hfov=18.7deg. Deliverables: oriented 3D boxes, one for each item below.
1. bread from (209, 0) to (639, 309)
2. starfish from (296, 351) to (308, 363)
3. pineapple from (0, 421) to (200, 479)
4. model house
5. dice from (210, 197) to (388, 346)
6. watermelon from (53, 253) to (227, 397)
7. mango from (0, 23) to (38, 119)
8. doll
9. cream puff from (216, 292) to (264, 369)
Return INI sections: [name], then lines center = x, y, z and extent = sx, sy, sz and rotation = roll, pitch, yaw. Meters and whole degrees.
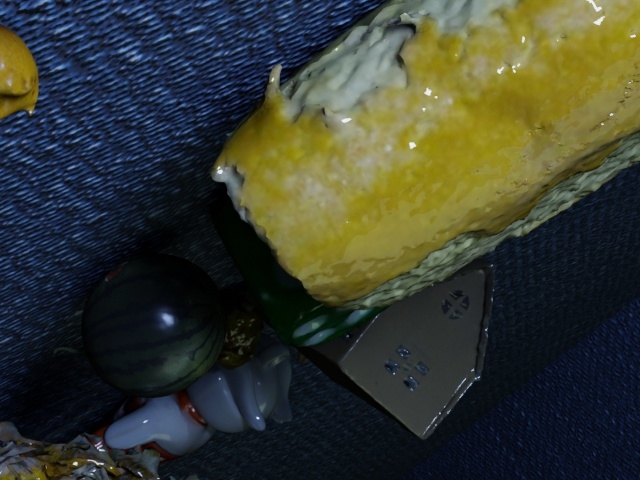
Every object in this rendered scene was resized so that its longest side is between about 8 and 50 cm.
[bread]
center = 0.126, -0.103, 1.227
extent = 0.375, 0.165, 0.236
rotation = -32, 165, 13
[starfish]
center = 0.034, 0.027, 1.780
extent = 0.238, 0.057, 0.213
rotation = -44, 153, 26
[pineapple]
center = -0.228, 0.309, 1.609
extent = 0.352, 0.352, 0.300
rotation = -28, 166, -14
[model house]
center = 0.071, -0.001, 1.593
extent = 0.248, 0.176, 0.181
rotation = -51, -150, -7
[dice]
center = 0.000, 0.000, 1.437
extent = 0.128, 0.120, 0.131
rotation = -30, 166, -3
[watermelon]
center = -0.134, 0.067, 1.429
extent = 0.133, 0.105, 0.105
rotation = -19, 170, 9
[mango]
center = -0.181, -0.073, 0.856
extent = 0.077, 0.063, 0.127
rotation = -33, 163, 32
[doll]
center = -0.175, 0.194, 1.868
extent = 0.384, 0.099, 0.188
rotation = -30, 170, 27
[cream puff]
center = -0.077, 0.080, 1.709
extent = 0.083, 0.058, 0.083
rotation = -24, 164, -37
